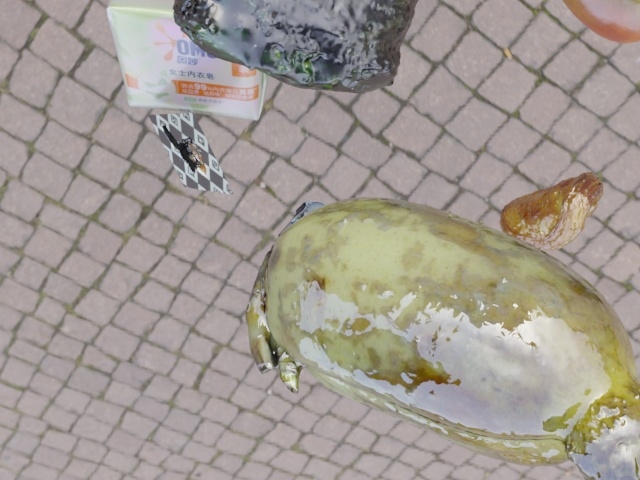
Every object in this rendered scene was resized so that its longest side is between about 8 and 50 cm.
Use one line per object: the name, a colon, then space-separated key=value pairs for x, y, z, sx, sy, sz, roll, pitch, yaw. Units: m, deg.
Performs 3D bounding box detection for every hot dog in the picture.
hot dog: x=0.289 y=-0.035 z=0.930 sx=0.065 sy=0.099 sz=0.147 roll=47 pitch=149 yaw=-9

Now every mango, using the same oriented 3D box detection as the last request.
mango: x=0.492 y=-0.467 z=1.320 sx=0.289 sy=0.146 sz=0.129 roll=44 pitch=76 yaw=-6

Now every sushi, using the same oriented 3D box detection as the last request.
sushi: x=-0.020 y=-0.209 z=0.684 sx=0.225 sy=0.124 sz=0.127 roll=8 pitch=110 yaw=-30
sushi: x=-0.166 y=-0.123 z=0.997 sx=0.126 sy=0.026 sz=0.120 roll=11 pitch=131 yaw=49

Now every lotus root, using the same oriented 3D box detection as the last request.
lotus root: x=0.090 y=0.067 z=0.507 sx=0.309 sy=0.173 sz=0.173 roll=20 pitch=132 yaw=33

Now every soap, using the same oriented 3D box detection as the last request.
soap: x=-0.166 y=-0.274 z=0.991 sx=0.199 sy=0.138 sz=0.182 roll=6 pitch=146 yaw=0

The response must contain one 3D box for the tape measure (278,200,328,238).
tape measure: x=0.000 y=-0.001 z=0.834 sx=0.091 sy=0.094 sz=0.054 roll=46 pitch=118 yaw=9
